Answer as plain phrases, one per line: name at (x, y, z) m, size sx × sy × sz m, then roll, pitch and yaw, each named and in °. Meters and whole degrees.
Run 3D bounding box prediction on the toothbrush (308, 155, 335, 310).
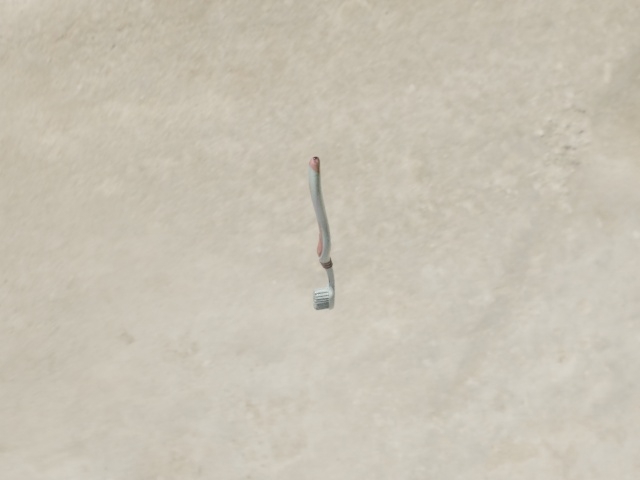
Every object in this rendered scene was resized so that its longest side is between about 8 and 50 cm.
toothbrush at (0.000, 0.000, 0.774) m, size 0.019 × 0.193 × 0.013 m, roll -9°, pitch 55°, yaw -4°
